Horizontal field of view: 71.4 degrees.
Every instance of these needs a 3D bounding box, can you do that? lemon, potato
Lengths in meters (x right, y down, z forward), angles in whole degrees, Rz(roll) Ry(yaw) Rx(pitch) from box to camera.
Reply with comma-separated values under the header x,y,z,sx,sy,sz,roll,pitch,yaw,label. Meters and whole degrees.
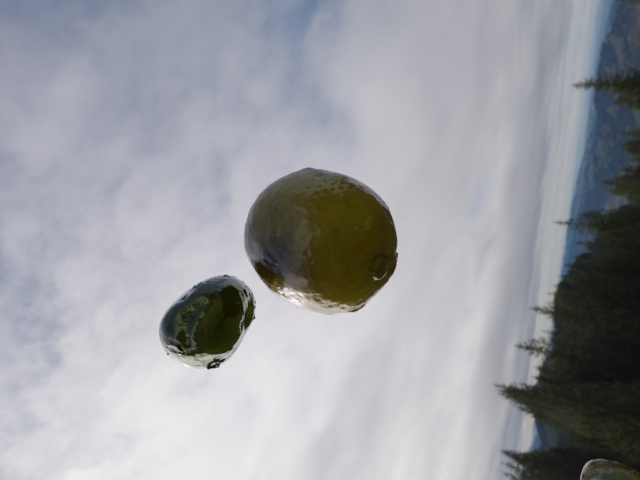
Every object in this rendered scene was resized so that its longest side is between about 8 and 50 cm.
x,y,z,sx,sy,sz,roll,pitch,yaw,label
-0.002,-0.001,0.785,0.261,0.284,0.260,1,-92,-27,lemon
-0.207,0.147,0.832,0.186,0.149,0.253,-61,6,-19,potato

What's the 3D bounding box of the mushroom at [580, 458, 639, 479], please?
x,y,z,sx,sy,sz,roll,pitch,yaw,label
0.291,0.256,0.338,0.312,0.081,0.099,67,-175,-78,mushroom
